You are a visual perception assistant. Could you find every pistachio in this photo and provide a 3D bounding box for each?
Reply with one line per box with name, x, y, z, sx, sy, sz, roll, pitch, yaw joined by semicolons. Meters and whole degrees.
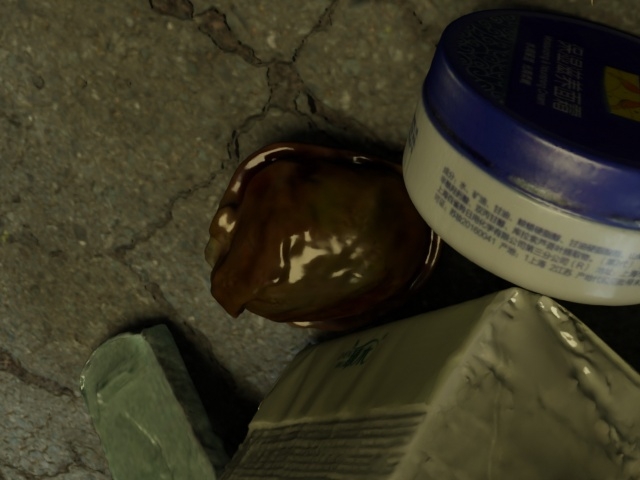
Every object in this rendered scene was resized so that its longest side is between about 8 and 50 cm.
pistachio;0.000;0.000;0.777;0.210;0.130;0.165;-18;110;21

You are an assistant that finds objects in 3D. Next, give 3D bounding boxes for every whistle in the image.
whistle;-0.098;0.276;0.956;0.405;0.188;0.168;45;127;-9

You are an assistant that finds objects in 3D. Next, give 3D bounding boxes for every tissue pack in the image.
tissue pack;0.111;0.209;0.735;0.297;0.207;0.380;41;157;-10

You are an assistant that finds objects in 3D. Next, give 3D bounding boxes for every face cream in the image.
face cream;0.158;-0.055;0.625;0.206;0.206;0.111;21;127;9

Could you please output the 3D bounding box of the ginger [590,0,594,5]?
ginger;0.174;-0.331;0.525;0.236;0.166;0.375;-29;139;-2
